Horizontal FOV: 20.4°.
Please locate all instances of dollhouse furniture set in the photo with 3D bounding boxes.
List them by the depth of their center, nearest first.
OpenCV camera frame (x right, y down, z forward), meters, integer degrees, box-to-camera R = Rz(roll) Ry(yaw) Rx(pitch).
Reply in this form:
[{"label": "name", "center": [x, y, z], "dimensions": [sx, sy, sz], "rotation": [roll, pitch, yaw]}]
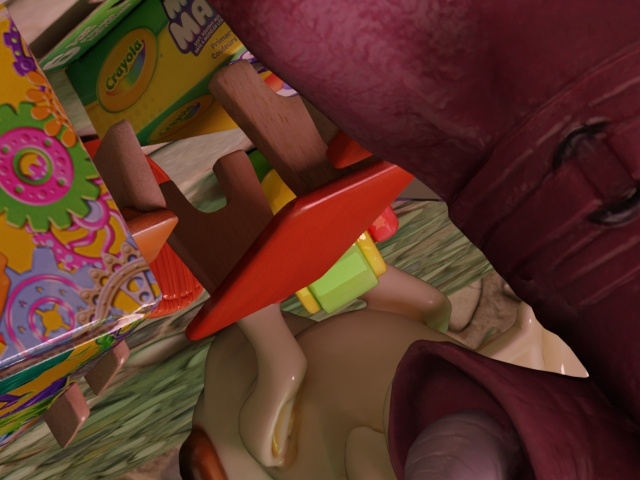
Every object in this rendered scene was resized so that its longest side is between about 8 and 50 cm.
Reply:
[{"label": "dollhouse furniture set", "center": [0.010, -0.020, 0.741], "dimensions": [0.262, 0.135, 0.259], "rotation": [-27, 168, -29]}]

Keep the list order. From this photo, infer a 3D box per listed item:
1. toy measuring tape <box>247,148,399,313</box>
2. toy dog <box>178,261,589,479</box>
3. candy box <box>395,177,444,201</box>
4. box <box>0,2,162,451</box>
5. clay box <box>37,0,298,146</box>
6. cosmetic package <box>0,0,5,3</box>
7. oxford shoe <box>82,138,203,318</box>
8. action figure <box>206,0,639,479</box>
[{"label": "toy measuring tape", "center": [0.000, 0.000, 1.282], "dimensions": [0.121, 0.121, 0.330], "rotation": [-30, 172, 1]}, {"label": "toy dog", "center": [0.048, 0.184, 1.764], "dimensions": [0.408, 0.395, 0.284], "rotation": [9, -142, 44]}, {"label": "candy box", "center": [0.115, -0.093, 1.093], "dimensions": [0.196, 0.070, 0.165], "rotation": [-26, -169, -20]}, {"label": "box", "center": [-0.246, 0.041, 0.468], "dimensions": [0.290, 0.177, 0.279], "rotation": [-24, 170, -35]}, {"label": "clay box", "center": [-0.019, -0.100, 0.817], "dimensions": [0.127, 0.053, 0.222], "rotation": [-36, 170, 33]}, {"label": "cosmetic package", "center": [-0.146, -0.081, 0.219], "dimensions": [0.224, 0.138, 0.225], "rotation": [-30, 173, 3]}, {"label": "oxford shoe", "center": [-0.151, 0.003, 0.924], "dimensions": [0.098, 0.096, 0.271], "rotation": [-19, 169, 24]}, {"label": "action figure", "center": [0.075, -0.021, 0.505], "dimensions": [0.248, 0.370, 0.276], "rotation": [-30, 172, 2]}]
